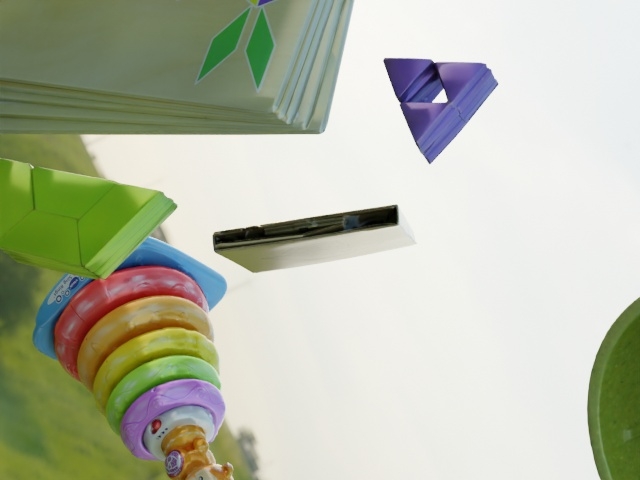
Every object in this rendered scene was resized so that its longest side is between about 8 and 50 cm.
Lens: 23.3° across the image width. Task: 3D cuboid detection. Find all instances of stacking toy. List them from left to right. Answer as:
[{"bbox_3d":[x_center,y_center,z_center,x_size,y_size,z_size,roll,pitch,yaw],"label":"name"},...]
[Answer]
[{"bbox_3d":[-0.152,0.155,1.514,0.166,0.175,0.302,29,23,-44],"label":"stacking toy"}]

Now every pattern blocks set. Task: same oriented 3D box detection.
[{"bbox_3d":[-0.063,-0.115,0.684,0.325,0.285,0.026,18,-17,28],"label":"pattern blocks set"}]

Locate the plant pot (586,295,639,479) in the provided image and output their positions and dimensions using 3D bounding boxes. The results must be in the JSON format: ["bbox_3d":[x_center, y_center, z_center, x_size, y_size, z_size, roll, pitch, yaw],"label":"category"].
[{"bbox_3d":[0.399,0.129,1.233,0.276,0.254,0.276,19,-63,42],"label":"plant pot"}]

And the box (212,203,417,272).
[{"bbox_3d":[0.000,0.000,1.420,0.201,0.165,0.021,42,40,-80],"label":"box"}]
